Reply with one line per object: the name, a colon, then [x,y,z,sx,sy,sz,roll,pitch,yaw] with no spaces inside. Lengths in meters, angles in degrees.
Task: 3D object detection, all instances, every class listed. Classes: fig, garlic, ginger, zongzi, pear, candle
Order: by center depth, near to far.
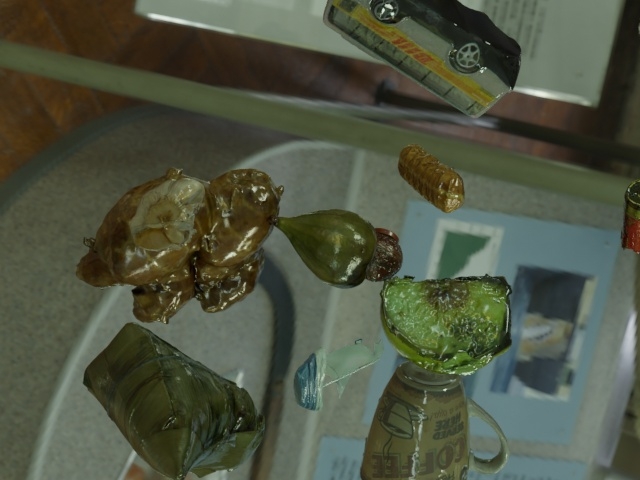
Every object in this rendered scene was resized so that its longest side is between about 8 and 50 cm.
zongzi: [-0.138,0.244,1.306,0.125,0.274,0.251,-51,129,2]
garlic: [-0.186,-0.034,1.331,0.113,0.074,0.094,-34,165,14]
candle: [0.441,-0.025,1.492,0.052,0.052,0.131,-55,152,-27]
fig: [0.004,0.016,1.827,0.133,0.184,0.127,120,-35,-57]
ginger: [-0.239,0.007,1.868,0.357,0.152,0.274,-8,131,-26]
pear: [0.222,0.171,2.025,0.255,0.238,0.164,98,-11,-71]

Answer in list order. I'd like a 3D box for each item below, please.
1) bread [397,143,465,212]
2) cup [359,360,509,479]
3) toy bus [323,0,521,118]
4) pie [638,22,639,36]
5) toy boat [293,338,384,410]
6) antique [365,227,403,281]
bread: [0.141,-0.081,1.388,0.044,0.157,0.052,-8,114,-16]
cup: [0.247,0.393,2.227,0.227,0.301,0.257,-92,-171,-68]
toy bus: [0.083,-0.171,0.892,0.072,0.172,0.057,-46,-160,44]
pie: [0.302,-0.162,0.801,0.282,0.128,0.068,-51,139,-68]
toy boat: [0.025,0.171,1.463,0.149,0.034,0.105,-35,136,-11]
antique: [0.109,0.032,2.068,0.104,0.104,0.104,-32,131,-47]
